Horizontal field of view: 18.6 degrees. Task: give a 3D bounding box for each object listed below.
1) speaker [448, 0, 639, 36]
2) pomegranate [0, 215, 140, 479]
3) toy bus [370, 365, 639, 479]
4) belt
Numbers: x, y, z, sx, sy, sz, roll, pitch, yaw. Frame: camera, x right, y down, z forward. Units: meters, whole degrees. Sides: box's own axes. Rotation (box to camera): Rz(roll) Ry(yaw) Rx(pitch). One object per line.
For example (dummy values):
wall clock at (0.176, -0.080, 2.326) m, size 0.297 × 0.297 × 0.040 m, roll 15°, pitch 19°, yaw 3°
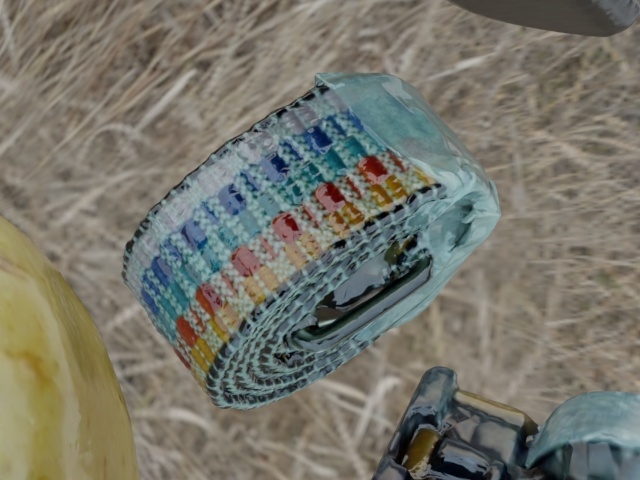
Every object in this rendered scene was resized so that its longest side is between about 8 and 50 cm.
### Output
speaker at (0.053, -0.245, 1.240) m, size 0.184 × 0.388 × 0.180 m, roll -17°, pitch 71°, yaw 23°
pomegranate at (-0.236, 0.094, 0.862) m, size 0.342 × 0.342 × 0.343 m, roll 0°, pitch 90°, yaw -12°
toy bus at (0.149, 0.190, 0.598) m, size 0.323 × 0.194 × 0.162 m, roll 19°, pitch 45°, yaw 11°
belt at (0.000, 0.000, 1.348) m, size 0.257 × 0.207 × 0.150 m, roll -33°, pitch 69°, yaw -16°
